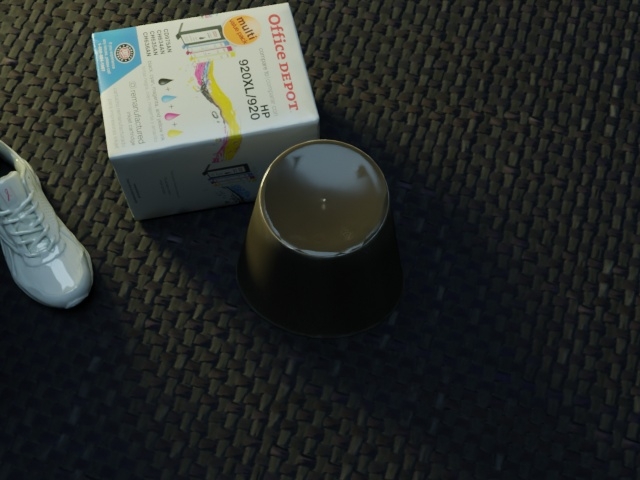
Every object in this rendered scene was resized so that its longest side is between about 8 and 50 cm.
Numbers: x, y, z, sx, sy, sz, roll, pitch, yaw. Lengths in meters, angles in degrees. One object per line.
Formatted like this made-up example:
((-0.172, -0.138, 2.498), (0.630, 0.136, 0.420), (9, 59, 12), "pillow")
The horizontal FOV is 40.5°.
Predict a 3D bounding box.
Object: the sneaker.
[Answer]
((-0.346, -0.023, 1.001), (0.090, 0.115, 0.232), (-34, 72, -14), "sneaker")

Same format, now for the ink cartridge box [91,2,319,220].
((-0.129, -0.149, 1.028), (0.232, 0.168, 0.171), (-11, 68, -6), "ink cartridge box")

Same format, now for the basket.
((0.000, 0.000, 0.939), (0.204, 0.227, 0.154), (8, 68, 3), "basket")
